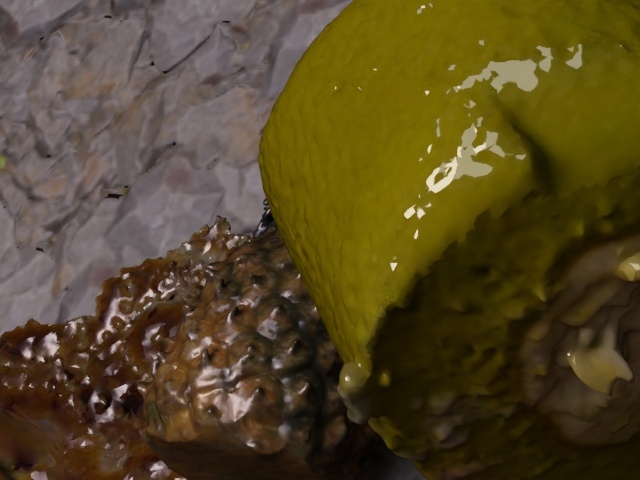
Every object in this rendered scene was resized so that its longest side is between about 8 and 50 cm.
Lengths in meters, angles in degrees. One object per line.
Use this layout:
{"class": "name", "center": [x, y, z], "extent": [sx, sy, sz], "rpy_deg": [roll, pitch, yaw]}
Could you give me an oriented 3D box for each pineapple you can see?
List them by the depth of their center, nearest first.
{"class": "pineapple", "center": [0.000, 0.000, 0.772], "extent": [0.125, 0.125, 0.251], "rpy_deg": [4, 62, 33]}

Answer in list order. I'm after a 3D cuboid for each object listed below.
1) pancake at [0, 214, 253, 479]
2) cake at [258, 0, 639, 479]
{"class": "pancake", "center": [-0.131, 0.075, 0.838], "extent": [0.266, 0.057, 0.244], "rpy_deg": [33, 84, 40]}
{"class": "cake", "center": [0.087, 0.005, 0.610], "extent": [0.179, 0.260, 0.156], "rpy_deg": [-39, 49, 8]}
